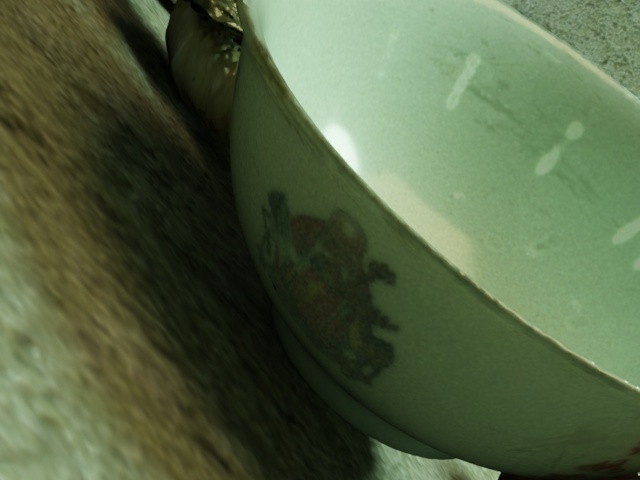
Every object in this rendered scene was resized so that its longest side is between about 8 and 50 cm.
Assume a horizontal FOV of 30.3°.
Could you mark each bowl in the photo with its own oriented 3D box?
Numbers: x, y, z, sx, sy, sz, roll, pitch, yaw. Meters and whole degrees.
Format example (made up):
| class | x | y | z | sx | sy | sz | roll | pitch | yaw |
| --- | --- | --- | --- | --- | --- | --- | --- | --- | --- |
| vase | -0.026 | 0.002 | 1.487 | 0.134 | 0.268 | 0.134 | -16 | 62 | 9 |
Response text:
| class | x | y | z | sx | sy | sz | roll | pitch | yaw |
| --- | --- | --- | --- | --- | --- | --- | --- | --- | --- |
| bowl | 0.093 | 0.012 | 0.760 | 0.435 | 0.196 | 0.435 | 26 | 30 | -17 |

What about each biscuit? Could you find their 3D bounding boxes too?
| class | x | y | z | sx | sy | sz | roll | pitch | yaw |
| --- | --- | --- | --- | --- | --- | --- | --- | --- | --- |
| biscuit | -0.003 | -0.087 | 0.944 | 0.281 | 0.084 | 0.179 | 27 | 30 | -17 |

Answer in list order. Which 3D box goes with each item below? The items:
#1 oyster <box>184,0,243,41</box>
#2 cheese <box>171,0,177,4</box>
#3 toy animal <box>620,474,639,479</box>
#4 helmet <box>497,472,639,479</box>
| class | x | y | z | sx | sy | sz | roll | pitch | yaw |
| --- | --- | --- | --- | --- | --- | --- | --- | --- | --- |
| oyster | -0.037 | -0.190 | 0.913 | 0.177 | 0.064 | 0.125 | -12 | 55 | -45 |
| cheese | -0.089 | -0.270 | 1.125 | 0.248 | 0.251 | 0.173 | 14 | 41 | -15 |
| toy animal | 0.225 | 0.229 | 0.699 | 0.269 | 0.326 | 0.237 | 117 | -42 | -55 |
| helmet | 0.197 | 0.227 | 0.928 | 0.175 | 0.106 | 0.155 | 56 | -16 | 40 |
